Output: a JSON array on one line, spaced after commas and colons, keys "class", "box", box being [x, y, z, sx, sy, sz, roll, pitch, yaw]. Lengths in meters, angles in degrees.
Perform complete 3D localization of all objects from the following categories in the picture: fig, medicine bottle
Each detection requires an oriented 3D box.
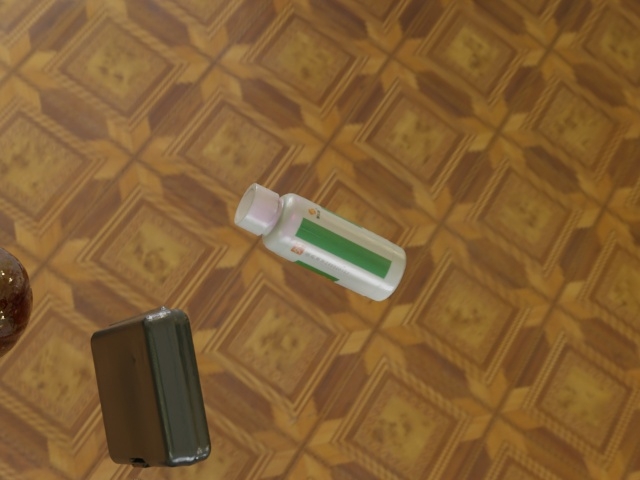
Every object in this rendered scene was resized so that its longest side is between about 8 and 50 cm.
[{"class": "fig", "box": [-0.533, 0.117, 1.719, 0.186, 0.204, 0.249, 3, 24, -20]}, {"class": "medicine bottle", "box": [0.000, 0.000, 1.668, 0.260, 0.095, 0.095, 27, 60, -21]}]

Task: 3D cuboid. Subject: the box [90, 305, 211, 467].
[{"class": "box", "box": [-0.184, 0.158, 1.183, 0.050, 0.230, 0.160, -8, 85, -27]}]
